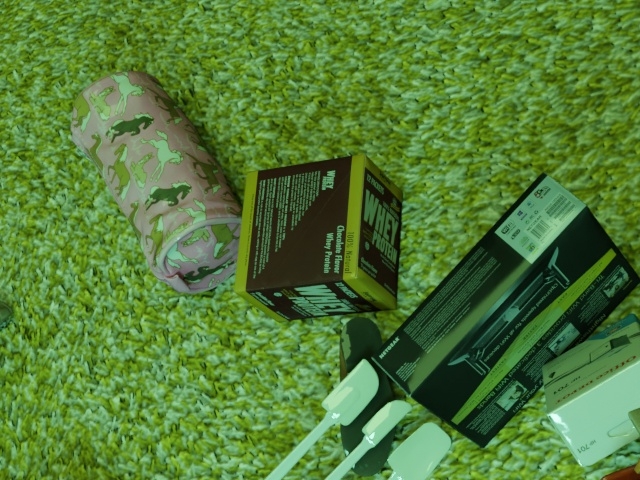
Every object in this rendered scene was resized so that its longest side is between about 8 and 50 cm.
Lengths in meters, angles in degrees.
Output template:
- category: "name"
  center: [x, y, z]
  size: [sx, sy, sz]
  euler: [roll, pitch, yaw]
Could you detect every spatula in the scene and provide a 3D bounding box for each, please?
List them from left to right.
- category: "spatula"
  center: [0.037, 0.300, 1.818]
  size: [0.168, 0.019, 0.242]
  euler: [42, 92, -3]

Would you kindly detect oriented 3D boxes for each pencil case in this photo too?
- category: "pencil case"
  center: [-0.248, -0.094, 2.130]
  size: [0.386, 0.160, 0.167]
  euler: [54, 127, 35]

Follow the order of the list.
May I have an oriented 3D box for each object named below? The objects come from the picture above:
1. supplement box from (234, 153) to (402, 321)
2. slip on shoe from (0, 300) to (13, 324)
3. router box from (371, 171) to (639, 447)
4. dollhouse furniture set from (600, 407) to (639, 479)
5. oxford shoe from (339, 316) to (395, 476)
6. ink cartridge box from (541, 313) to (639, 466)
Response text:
- category: "supplement box"
  center: [0.000, 0.000, 1.960]
  size: [0.194, 0.129, 0.191]
  euler: [-8, 64, 27]
- category: "slip on shoe"
  center: [-0.564, 0.108, 2.286]
  size: [0.135, 0.051, 0.041]
  euler: [13, 34, 41]
- category: "router box"
  center: [0.238, 0.095, 1.710]
  size: [0.309, 0.243, 0.081]
  euler: [-47, 54, 2]
- category: "dollhouse furniture set"
  center: [0.421, 0.250, 1.546]
  size: [0.259, 0.262, 0.135]
  euler: [-15, 52, -17]
- category: "oxford shoe"
  center: [0.060, 0.214, 1.870]
  size: [0.076, 0.076, 0.212]
  euler: [0, 79, -7]
- category: "ink cartridge box"
  center: [0.345, 0.175, 1.643]
  size: [0.139, 0.191, 0.082]
  euler: [-33, 95, 12]
